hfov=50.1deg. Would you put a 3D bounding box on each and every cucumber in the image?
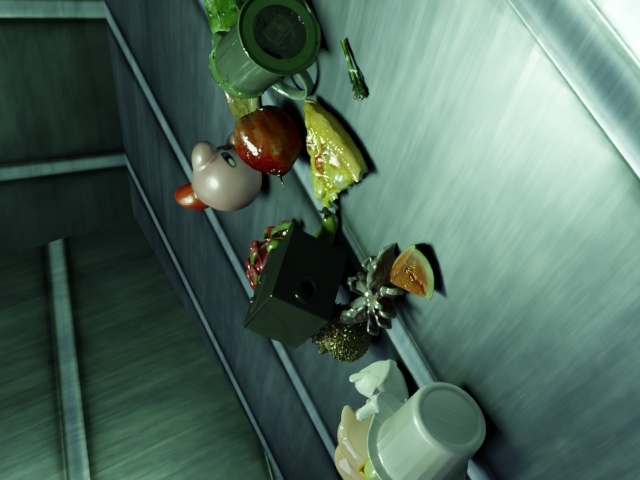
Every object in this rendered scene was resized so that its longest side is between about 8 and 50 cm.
[{"bbox_3d":[-0.261,-0.665,1.854,0.134,0.134,0.244,-9,98,66],"label":"cucumber"}]

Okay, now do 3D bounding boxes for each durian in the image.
[{"bbox_3d":[0.050,0.245,1.897,0.196,0.167,0.196,19,163,6],"label":"durian"}]

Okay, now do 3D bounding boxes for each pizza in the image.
[{"bbox_3d":[0.021,-0.175,1.729,0.280,0.075,0.287,52,151,34],"label":"pizza"}]

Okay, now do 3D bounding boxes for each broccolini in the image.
[{"bbox_3d":[0.071,-0.378,1.522,0.035,0.030,0.140,-16,-91,-78],"label":"broccolini"}]

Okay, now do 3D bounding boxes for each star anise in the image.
[{"bbox_3d":[0.123,0.135,1.716,0.257,0.111,0.198,146,126,-61],"label":"star anise"}]

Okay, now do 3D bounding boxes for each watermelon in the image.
[{"bbox_3d":[0.193,0.076,1.556,0.135,0.094,0.125,7,123,63],"label":"watermelon"}]

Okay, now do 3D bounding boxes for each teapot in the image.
[{"bbox_3d":[-0.133,-0.452,1.709,0.270,0.200,0.337,39,165,-18],"label":"teapot"}]

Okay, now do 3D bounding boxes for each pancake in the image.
[{"bbox_3d":[-0.256,-0.454,2.103,0.242,0.050,0.242,47,149,41],"label":"pancake"}]

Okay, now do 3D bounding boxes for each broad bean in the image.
[{"bbox_3d":[0.006,-0.005,1.927,0.325,0.075,0.067,110,178,-55],"label":"broad bean"}]

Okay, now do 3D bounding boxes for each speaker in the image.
[{"bbox_3d":[-0.067,0.119,1.848,0.184,0.254,0.232,26,144,-13],"label":"speaker"}]

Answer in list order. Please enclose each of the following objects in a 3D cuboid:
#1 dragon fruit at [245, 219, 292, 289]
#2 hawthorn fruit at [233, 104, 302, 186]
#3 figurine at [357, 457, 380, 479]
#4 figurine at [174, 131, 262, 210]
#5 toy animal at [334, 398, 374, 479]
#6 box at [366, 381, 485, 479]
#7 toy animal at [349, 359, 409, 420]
[{"bbox_3d":[-0.147,0.057,2.152,0.198,0.218,0.272,2,112,23],"label":"dragon fruit"},{"bbox_3d":[-0.136,-0.249,1.870,0.235,0.181,0.181,69,156,8],"label":"hawthorn fruit"},{"bbox_3d":[0.214,0.677,1.884,0.262,0.180,0.154,57,-166,-24],"label":"figurine"},{"bbox_3d":[-0.297,-0.189,2.209,0.211,0.270,0.261,50,140,21],"label":"figurine"},{"bbox_3d":[0.126,0.631,2.057,0.256,0.195,0.213,97,151,-53],"label":"toy animal"},{"bbox_3d":[0.256,0.435,1.607,0.291,0.262,0.206,64,145,31],"label":"box"},{"bbox_3d":[0.187,0.467,1.849,0.140,0.138,0.282,4,115,59],"label":"toy animal"}]
